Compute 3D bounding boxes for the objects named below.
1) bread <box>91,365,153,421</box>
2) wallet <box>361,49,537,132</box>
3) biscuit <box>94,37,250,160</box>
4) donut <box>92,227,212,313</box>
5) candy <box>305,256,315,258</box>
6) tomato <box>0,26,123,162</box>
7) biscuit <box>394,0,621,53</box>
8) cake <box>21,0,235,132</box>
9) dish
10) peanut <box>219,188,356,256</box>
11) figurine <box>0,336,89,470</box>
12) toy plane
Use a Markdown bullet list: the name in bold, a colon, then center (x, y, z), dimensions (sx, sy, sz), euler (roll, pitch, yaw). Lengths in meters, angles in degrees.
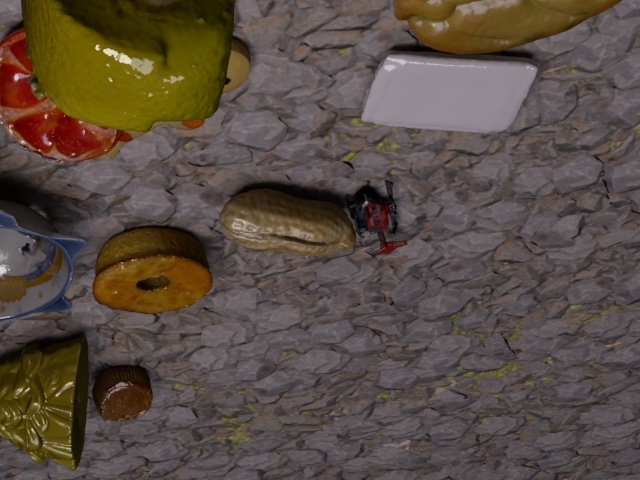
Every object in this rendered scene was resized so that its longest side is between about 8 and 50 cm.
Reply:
- **bread**: center (-0.277, 0.210, 2.243), dimensions (0.085, 0.053, 0.085), euler (-12, 131, -14)
- **wallet**: center (0.141, -0.166, 1.778), dimensions (0.183, 0.031, 0.124), euler (3, 146, -13)
- **biscuit**: center (-0.182, -0.158, 1.720), dimensions (0.234, 0.030, 0.153), euler (-19, 147, 17)
- **donut**: center (-0.209, 0.036, 1.985), dimensions (0.152, 0.058, 0.152), euler (-6, 148, -4)
- **candy**: center (0.000, 0.000, 2.010), dimensions (0.030, 0.020, 0.083), euler (8, 146, -23)
- **tomato**: center (-0.260, -0.158, 1.646), dimensions (0.156, 0.069, 0.155), euler (9, 117, 19)
- **biscuit**: center (0.203, -0.258, 1.640), dimensions (0.260, 0.041, 0.203), euler (-8, 147, 2)
- **cake**: center (-0.173, -0.221, 1.411), dimensions (0.179, 0.260, 0.156), euler (0, 144, -11)
- **dish**: center (-0.382, 0.010, 1.882), dimensions (0.228, 0.086, 0.236), euler (17, 139, -36)
- **peanut**: center (-0.038, -0.022, 1.918), dimensions (0.175, 0.080, 0.080), euler (9, 143, -22)
- **figurine**: center (-0.475, 0.204, 2.131), dimensions (0.315, 0.168, 0.187), euler (4, 157, -2)
- **toy plane**: center (0.070, -0.026, 1.973), dimensions (0.060, 0.037, 0.145), euler (-20, 142, 0)
